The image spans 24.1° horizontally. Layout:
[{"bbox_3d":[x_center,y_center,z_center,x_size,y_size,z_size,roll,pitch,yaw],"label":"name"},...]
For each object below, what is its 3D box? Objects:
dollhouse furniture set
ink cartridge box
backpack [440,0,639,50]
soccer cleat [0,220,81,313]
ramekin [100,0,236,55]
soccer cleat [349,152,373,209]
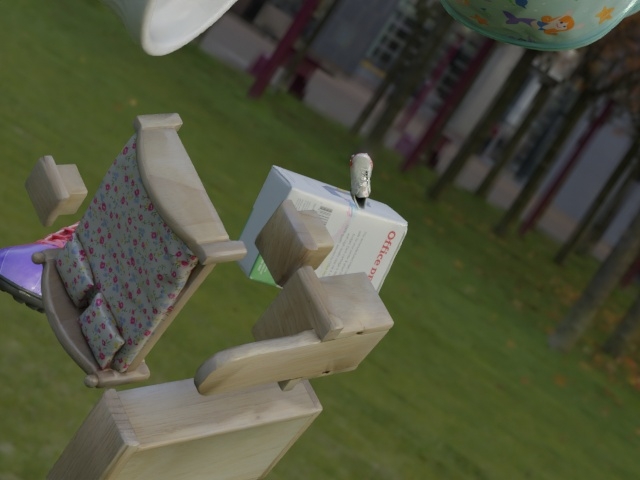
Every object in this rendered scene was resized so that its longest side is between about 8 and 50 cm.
[{"bbox_3d":[-0.156,0.011,1.131,0.174,0.303,0.355,-7,58,-40],"label":"dollhouse furniture set"},{"bbox_3d":[0.000,0.000,2.211,0.212,0.154,0.093,17,16,-29],"label":"ink cartridge box"},{"bbox_3d":[0.191,-0.278,1.211,0.225,0.253,0.191,25,-14,34],"label":"backpack"},{"bbox_3d":[-0.269,0.016,1.733,0.109,0.116,0.318,36,13,22],"label":"soccer cleat"},{"bbox_3d":[-0.106,-0.301,1.233,0.135,0.277,0.277,38,8,5],"label":"ramekin"},{"bbox_3d":[0.049,-0.071,1.792,0.029,0.083,0.035,-5,53,-8],"label":"soccer cleat"}]
